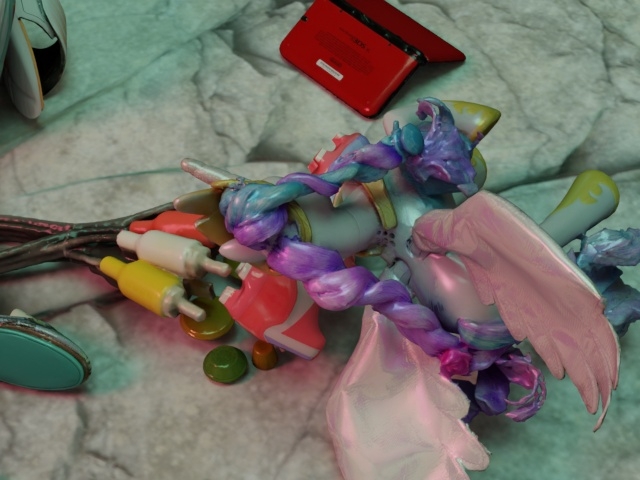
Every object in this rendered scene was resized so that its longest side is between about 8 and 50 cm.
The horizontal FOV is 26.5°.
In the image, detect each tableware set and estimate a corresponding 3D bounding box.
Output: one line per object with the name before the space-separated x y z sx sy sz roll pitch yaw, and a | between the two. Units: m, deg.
tableware set | -0.074 0.054 1.177 0.104 0.024 0.154 -17 52 -11

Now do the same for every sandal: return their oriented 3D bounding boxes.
sandal | -0.300 -0.234 1.375 0.076 0.102 0.265 -13 49 -19

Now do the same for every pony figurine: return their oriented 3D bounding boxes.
pony figurine | 0.101 0.035 1.040 0.363 0.303 0.351 -16 57 -45

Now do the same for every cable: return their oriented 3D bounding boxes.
cable | -0.196 -0.007 1.177 0.287 0.072 0.139 13 51 17

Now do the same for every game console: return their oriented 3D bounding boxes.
game console | 0.053 -0.192 1.401 0.144 0.085 0.124 39 90 29

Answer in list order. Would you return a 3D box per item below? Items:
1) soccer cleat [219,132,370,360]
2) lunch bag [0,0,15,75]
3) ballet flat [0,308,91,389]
soccer cleat | 0.000 0.000 1.169 0.095 0.083 0.248 38 44 -6
lunch bag | -0.375 -0.240 1.305 0.108 0.224 0.279 -1 45 -27
ballet flat | -0.277 0.079 1.126 0.188 0.070 0.070 9 49 3
